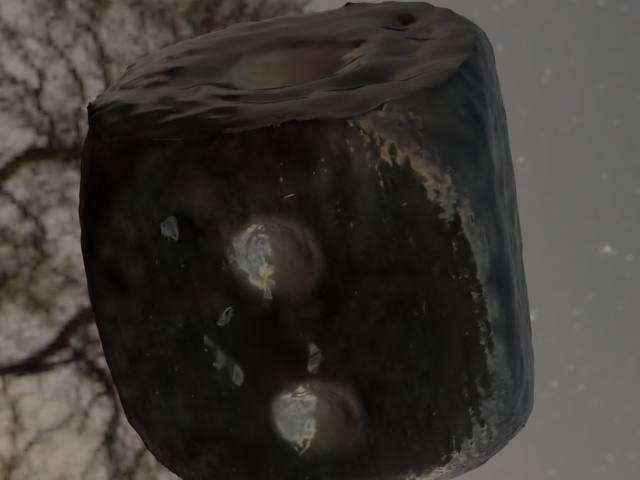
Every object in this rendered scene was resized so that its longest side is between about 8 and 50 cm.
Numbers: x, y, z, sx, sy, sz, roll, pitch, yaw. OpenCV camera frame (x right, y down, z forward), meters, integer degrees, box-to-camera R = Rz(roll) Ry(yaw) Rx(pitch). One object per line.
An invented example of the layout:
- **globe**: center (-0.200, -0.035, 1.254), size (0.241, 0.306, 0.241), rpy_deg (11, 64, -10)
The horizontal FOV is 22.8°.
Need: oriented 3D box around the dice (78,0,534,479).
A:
- **dice**: center (0.000, 0.000, 0.728), size (0.182, 0.181, 0.183), rpy_deg (-74, 154, -63)
